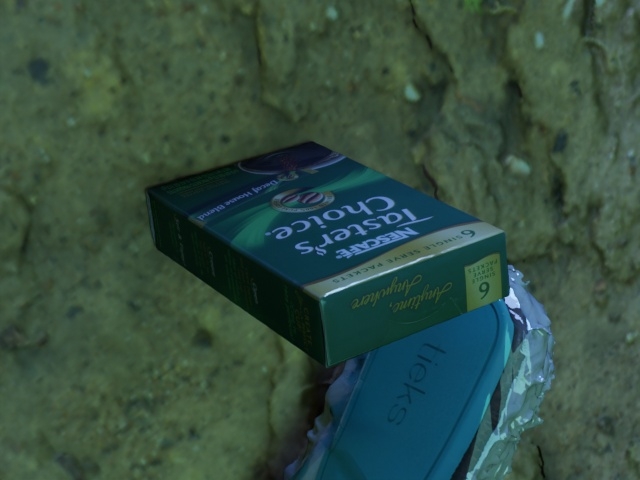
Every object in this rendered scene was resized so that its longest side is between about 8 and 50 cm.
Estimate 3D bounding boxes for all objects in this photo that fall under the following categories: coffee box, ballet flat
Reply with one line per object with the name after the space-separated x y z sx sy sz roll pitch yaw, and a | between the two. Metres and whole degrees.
0.000 0.000 0.813 0.113 0.184 0.040 -18 117 -26 | coffee box
0.023 0.201 0.942 0.147 0.147 0.409 35 88 -36 | ballet flat
